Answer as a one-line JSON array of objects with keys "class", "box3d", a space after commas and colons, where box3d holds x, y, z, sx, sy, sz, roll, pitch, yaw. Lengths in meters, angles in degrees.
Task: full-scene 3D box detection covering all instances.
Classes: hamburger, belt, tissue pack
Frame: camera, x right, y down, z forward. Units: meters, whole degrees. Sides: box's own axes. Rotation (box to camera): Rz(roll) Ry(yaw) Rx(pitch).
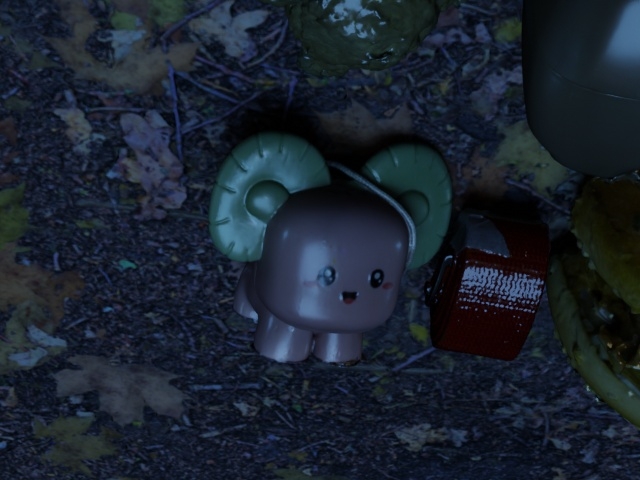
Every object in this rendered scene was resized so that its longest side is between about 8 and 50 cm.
[{"class": "hamburger", "box3d": [0.463, 0.125, 1.748, 0.445, 0.287, 0.268, 16, 136, -7]}, {"class": "belt", "box3d": [0.185, 0.050, 1.806, 0.124, 0.128, 0.201, 10, 136, -5]}, {"class": "tissue pack", "box3d": [0.383, -0.212, 1.422, 0.387, 0.267, 0.277, 5, 138, -2]}]

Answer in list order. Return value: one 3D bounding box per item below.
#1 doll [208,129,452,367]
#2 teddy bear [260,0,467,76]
[{"class": "doll", "box3d": [0.000, 0.000, 1.763, 0.284, 0.216, 0.268, 4, 112, -22]}, {"class": "teddy bear", "box3d": [0.016, -0.273, 1.487, 0.267, 0.156, 0.256, -24, 130, 24]}]
